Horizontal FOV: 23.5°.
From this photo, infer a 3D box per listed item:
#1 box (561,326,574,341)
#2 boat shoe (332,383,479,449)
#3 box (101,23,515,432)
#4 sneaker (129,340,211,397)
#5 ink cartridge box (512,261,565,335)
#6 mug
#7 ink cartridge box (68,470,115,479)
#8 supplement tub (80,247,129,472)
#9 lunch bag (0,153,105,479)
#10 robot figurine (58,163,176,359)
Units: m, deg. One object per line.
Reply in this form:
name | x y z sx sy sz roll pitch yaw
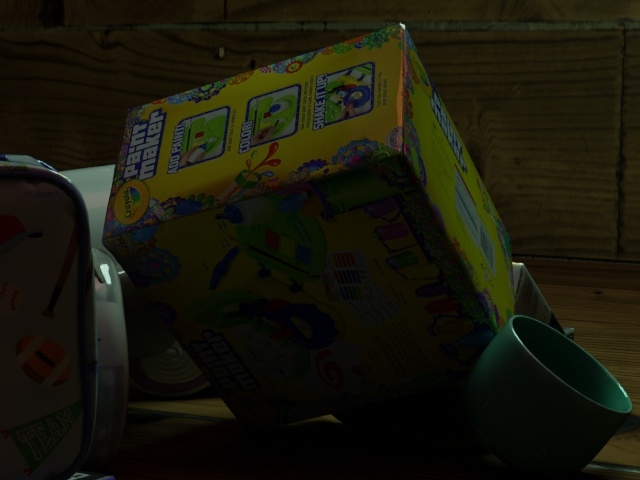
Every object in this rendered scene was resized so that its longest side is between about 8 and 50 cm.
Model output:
box | 0.268 0.132 2.063 0.094 0.027 0.137 6 6 35
boat shoe | 0.086 0.152 1.492 0.223 0.080 0.073 13 6 43
box | 0.000 0.000 1.397 0.279 0.290 0.177 -15 43 18
sneaker | -0.081 0.107 1.732 0.305 0.114 0.152 0 6 -16
ink cartridge box | 0.110 0.067 1.789 0.307 0.072 0.303 13 -11 20
mug | 0.198 0.147 1.327 0.157 0.097 0.129 29 18 -22
ink cartridge box | -0.239 0.193 1.060 0.208 0.045 0.206 5 5 27
supplement tub | -0.326 0.101 1.258 0.316 0.193 0.193 -1 5 -18
lunch bag | -0.289 0.051 1.012 0.303 0.243 0.115 -3 6 -15
robot figurine | -0.270 0.033 1.528 0.353 0.200 0.300 -10 8 -29
